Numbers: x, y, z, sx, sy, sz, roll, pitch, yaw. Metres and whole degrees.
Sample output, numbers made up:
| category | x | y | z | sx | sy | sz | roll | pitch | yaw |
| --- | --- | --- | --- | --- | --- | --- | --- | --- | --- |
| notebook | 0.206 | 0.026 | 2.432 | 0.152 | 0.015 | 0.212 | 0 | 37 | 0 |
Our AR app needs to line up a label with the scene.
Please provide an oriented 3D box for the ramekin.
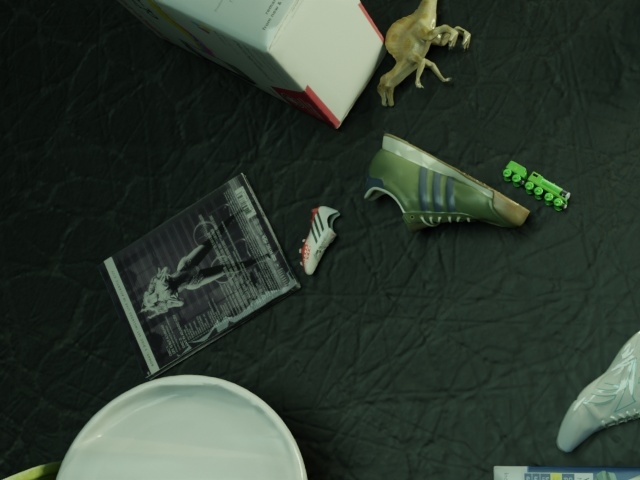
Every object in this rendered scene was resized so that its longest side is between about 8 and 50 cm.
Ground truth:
| category | x | y | z | sx | sy | sz | roll | pitch | yaw |
| --- | --- | --- | --- | --- | --- | --- | --- | --- | --- |
| ramekin | -0.138 | 0.289 | 1.151 | 0.273 | 0.127 | 0.273 | -3 | 67 | 7 |

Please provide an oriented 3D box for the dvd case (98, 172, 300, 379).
| category | x | y | z | sx | sy | sz | roll | pitch | yaw |
| --- | --- | --- | --- | --- | --- | --- | --- | --- | --- |
| dvd case | -0.150 | 0.043 | 1.309 | 0.221 | 0.018 | 0.164 | -32 | 68 | 10 |

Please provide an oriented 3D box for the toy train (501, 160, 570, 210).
| category | x | y | z | sx | sy | sz | roll | pitch | yaw |
| --- | --- | --- | --- | --- | --- | --- | --- | --- | --- |
| toy train | 0.236 | -0.061 | 1.184 | 0.083 | 0.017 | 0.023 | 33 | 79 | 26 |

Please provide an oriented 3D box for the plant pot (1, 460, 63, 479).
| category | x | y | z | sx | sy | sz | roll | pitch | yaw |
| --- | --- | --- | --- | --- | --- | --- | --- | --- | --- |
| plant pot | -0.344 | 0.418 | 1.171 | 0.276 | 0.276 | 0.254 | -32 | 77 | 11 |

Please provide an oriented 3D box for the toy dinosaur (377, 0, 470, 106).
| category | x | y | z | sx | sy | sz | roll | pitch | yaw |
| --- | --- | --- | --- | --- | --- | --- | --- | --- | --- |
| toy dinosaur | 0.122 | -0.240 | 1.257 | 0.092 | 0.053 | 0.183 | 21 | 85 | 27 |

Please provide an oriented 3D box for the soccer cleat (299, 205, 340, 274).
| category | x | y | z | sx | sy | sz | roll | pitch | yaw |
| --- | --- | --- | --- | --- | --- | --- | --- | --- | --- |
| soccer cleat | 0.000 | 0.000 | 1.255 | 0.035 | 0.029 | 0.083 | 6 | 74 | 27 |

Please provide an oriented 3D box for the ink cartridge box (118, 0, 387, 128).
| category | x | y | z | sx | sy | sz | roll | pitch | yaw |
| --- | --- | --- | --- | --- | --- | --- | --- | --- | --- |
| ink cartridge box | -0.101 | -0.278 | 1.261 | 0.306 | 0.226 | 0.131 | 28 | 86 | 27 |

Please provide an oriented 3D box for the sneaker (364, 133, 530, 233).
| category | x | y | z | sx | sy | sz | roll | pitch | yaw |
| --- | --- | --- | --- | --- | --- | --- | --- | --- | --- |
| sneaker | 0.131 | -0.041 | 1.199 | 0.192 | 0.064 | 0.086 | 31 | 96 | 26 |

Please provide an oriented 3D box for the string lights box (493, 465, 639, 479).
| category | x | y | z | sx | sy | sz | roll | pitch | yaw |
| --- | --- | --- | --- | --- | --- | --- | --- | --- | --- |
| string lights box | 0.300 | 0.284 | 1.032 | 0.260 | 0.077 | 0.133 | -5 | 73 | 20 |

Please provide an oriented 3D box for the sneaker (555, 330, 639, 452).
| category | x | y | z | sx | sy | sz | roll | pitch | yaw |
| --- | --- | --- | --- | --- | --- | --- | --- | --- | --- |
| sneaker | 0.296 | 0.159 | 1.081 | 0.061 | 0.054 | 0.152 | 43 | 93 | 23 |
